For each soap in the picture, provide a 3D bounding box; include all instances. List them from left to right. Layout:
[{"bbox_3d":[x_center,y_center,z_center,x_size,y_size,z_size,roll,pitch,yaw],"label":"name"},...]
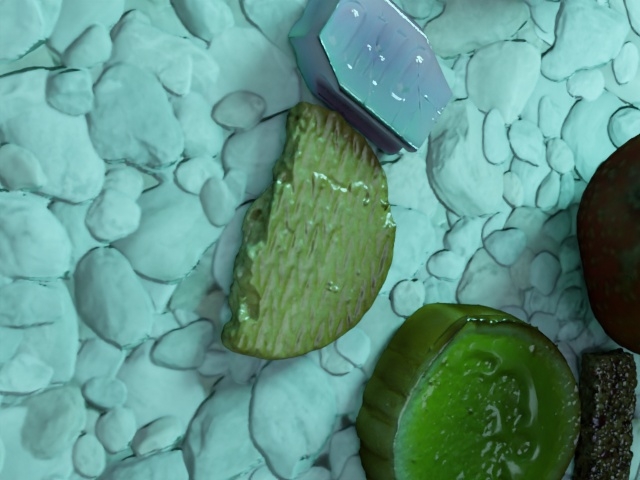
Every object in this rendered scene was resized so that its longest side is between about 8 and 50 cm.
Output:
[{"bbox_3d":[0.044,-0.158,0.694,0.149,0.056,0.100,37,76,-22],"label":"soap"}]

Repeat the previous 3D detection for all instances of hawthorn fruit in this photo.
[{"bbox_3d":[0.394,-0.005,0.747,0.275,0.300,0.275,3,72,-10],"label":"hawthorn fruit"}]

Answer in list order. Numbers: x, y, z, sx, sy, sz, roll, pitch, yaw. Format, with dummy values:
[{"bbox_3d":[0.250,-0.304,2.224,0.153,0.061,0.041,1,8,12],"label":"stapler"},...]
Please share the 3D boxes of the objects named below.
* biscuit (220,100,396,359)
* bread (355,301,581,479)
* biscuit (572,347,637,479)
[{"bbox_3d":[-0.001,0.000,0.696,0.144,0.033,0.224,16,87,-26],"label":"biscuit"},{"bbox_3d":[0.145,0.175,0.752,0.236,0.070,0.236,-2,95,-23],"label":"bread"},{"bbox_3d":[0.306,0.218,0.846,0.064,0.034,0.199,0,93,-23],"label":"biscuit"}]
